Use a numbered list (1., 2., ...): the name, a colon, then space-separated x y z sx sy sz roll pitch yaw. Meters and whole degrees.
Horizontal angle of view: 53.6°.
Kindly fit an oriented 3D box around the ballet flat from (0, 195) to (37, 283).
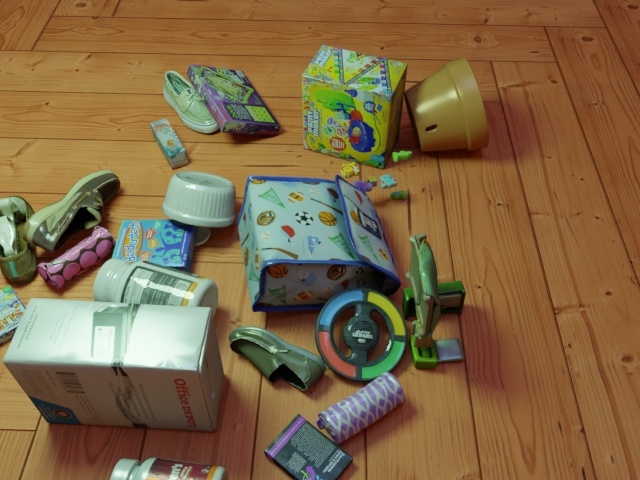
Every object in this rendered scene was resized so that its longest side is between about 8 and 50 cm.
1. ballet flat: -0.858 -0.037 1.756 0.116 0.124 0.342 -15 51 -12

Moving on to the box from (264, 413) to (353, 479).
1. box: -0.026 0.475 1.391 0.162 0.029 0.116 32 57 26

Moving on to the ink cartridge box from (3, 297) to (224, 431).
1. ink cartridge box: -0.425 0.278 1.386 0.394 0.286 0.166 3 49 2

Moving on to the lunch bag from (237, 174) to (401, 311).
1. lunch bag: 0.000 0.000 1.670 0.385 0.239 0.328 3 48 -19

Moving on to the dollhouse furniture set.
1. dollhouse furniture set: 0.290 0.142 1.496 0.151 0.302 0.198 -5 47 -1

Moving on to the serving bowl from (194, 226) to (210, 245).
1. serving bowl: -0.351 -0.016 1.801 0.083 0.027 0.083 -4 55 6

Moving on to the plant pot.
1. plant pot: 0.388 -0.403 1.997 0.203 0.291 0.291 -18 50 7

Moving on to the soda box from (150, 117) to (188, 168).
1. soda box: -0.485 -0.311 2.030 0.058 0.063 0.183 -23 54 -18

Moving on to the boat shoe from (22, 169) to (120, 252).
1. boat shoe: -0.667 -0.078 1.785 0.123 0.123 0.342 28 40 10

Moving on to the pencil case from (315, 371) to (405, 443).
1. pencil case: 0.095 0.376 1.442 0.206 0.086 0.088 -26 22 -23

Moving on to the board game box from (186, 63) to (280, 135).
1. board game box: -0.296 -0.475 2.132 0.208 0.056 0.347 2 42 -38

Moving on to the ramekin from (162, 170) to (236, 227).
1. ramekin: -0.334 -0.121 1.778 0.207 0.109 0.207 11 17 -4

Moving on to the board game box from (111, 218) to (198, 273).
1. board game box: -0.456 0.017 1.744 0.210 0.047 0.160 -2 55 6

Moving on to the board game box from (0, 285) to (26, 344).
1. board game box: -0.845 0.216 1.599 0.201 0.035 0.136 -35 58 -26

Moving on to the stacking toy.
1. stacking toy: 0.162 -0.163 1.841 0.221 0.167 0.052 -14 46 -13

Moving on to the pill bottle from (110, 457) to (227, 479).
1. pill bottle: -0.310 0.513 1.296 0.221 0.121 0.121 6 50 4

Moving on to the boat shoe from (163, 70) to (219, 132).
1. boat shoe: -0.447 -0.468 2.143 0.109 0.094 0.302 -34 58 -26

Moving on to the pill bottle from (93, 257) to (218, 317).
1. pill bottle: -0.411 0.141 1.585 0.278 0.162 0.162 14 51 13

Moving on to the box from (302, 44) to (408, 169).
1. box: 0.103 -0.413 1.974 0.279 0.290 0.177 16 52 14

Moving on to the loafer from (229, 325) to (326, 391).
1. loafer: -0.114 0.282 1.510 0.251 0.094 0.087 18 48 14

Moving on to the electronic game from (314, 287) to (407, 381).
1. electronic game: 0.100 0.228 1.544 0.229 0.048 0.230 3 72 -8

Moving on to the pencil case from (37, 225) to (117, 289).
1. pencil case: -0.652 0.042 1.708 0.095 0.098 0.209 32 56 24
